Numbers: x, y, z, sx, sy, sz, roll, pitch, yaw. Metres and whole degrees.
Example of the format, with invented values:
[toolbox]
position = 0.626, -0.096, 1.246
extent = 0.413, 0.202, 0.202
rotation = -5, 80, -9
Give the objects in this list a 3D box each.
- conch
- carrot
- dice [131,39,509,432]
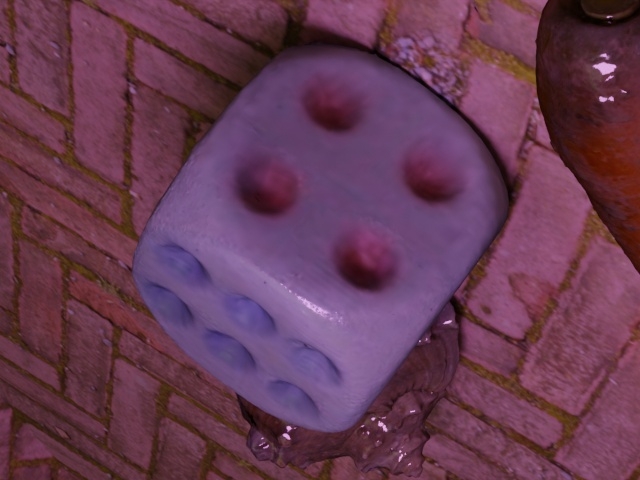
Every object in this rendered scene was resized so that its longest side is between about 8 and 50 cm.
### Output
[conch]
position = 0.000, 0.115, 2.046
extent = 0.352, 0.210, 0.297
rotation = 40, 137, -8
[carrot]
position = 0.252, -0.084, 1.518
extent = 0.139, 0.139, 0.302
rotation = 13, 143, 38
[dice]
position = 0.000, 0.000, 1.794
extent = 0.268, 0.262, 0.264
rotation = 36, 152, 3
